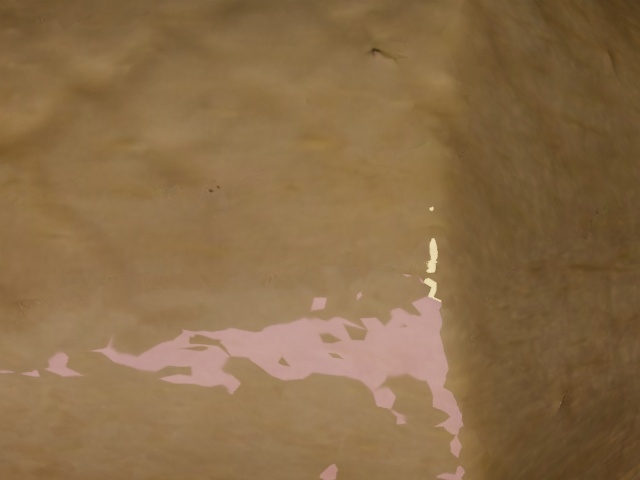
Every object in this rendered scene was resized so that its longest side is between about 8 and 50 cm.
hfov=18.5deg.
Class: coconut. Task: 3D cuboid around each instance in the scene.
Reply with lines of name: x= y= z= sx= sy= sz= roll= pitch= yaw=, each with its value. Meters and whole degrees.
coconut: x=0.000 y=0.000 z=0.448 sx=0.222 sy=0.202 sz=0.202 roll=-3 pitch=130 yaw=7
